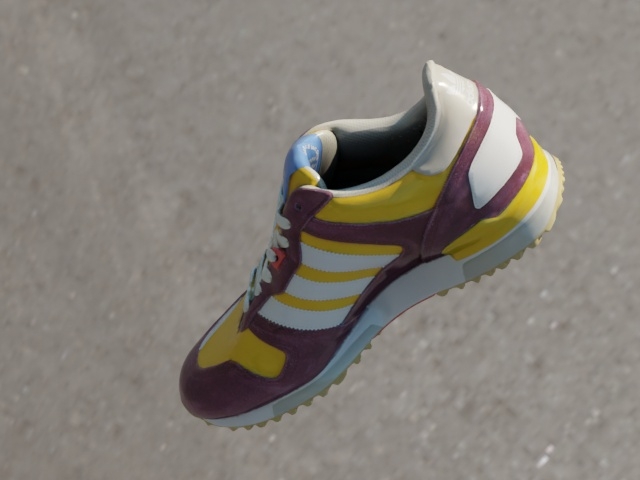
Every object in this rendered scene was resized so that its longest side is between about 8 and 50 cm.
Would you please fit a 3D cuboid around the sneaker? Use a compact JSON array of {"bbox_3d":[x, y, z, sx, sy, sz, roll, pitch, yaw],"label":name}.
[{"bbox_3d":[0.000,0.000,0.728,0.084,0.185,0.069,41,23,-28],"label":"sneaker"}]
